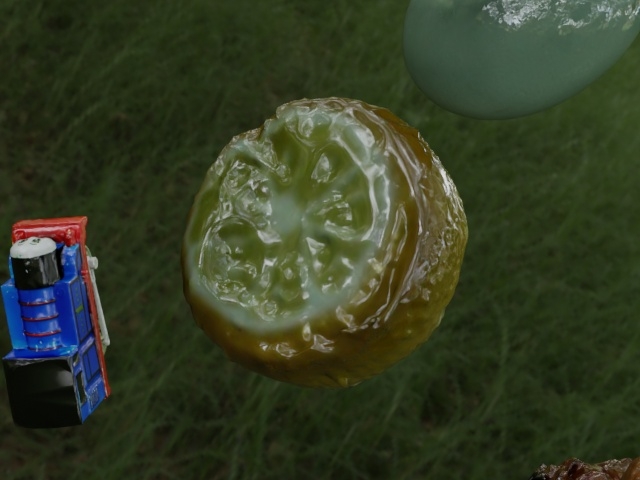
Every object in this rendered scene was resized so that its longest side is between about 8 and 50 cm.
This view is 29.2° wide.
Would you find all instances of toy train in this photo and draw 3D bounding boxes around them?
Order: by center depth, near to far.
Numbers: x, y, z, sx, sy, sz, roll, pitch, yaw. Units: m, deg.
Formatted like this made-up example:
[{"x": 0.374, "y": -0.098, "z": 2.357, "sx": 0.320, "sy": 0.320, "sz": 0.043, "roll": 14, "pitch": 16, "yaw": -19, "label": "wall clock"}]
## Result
[{"x": -0.280, "y": 0.085, "z": 1.295, "sx": 0.082, "sy": 0.204, "sz": 0.131, "roll": -3, "pitch": 16, "yaw": 13, "label": "toy train"}]

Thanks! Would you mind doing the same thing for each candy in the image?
[{"x": 0.000, "y": 0.000, "z": 1.068, "sx": 0.260, "sy": 0.260, "sz": 0.118, "roll": 42, "pitch": 7, "yaw": 31, "label": "candy"}]

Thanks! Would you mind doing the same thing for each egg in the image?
[{"x": 0.181, "y": -0.200, "z": 1.082, "sx": 0.168, "sy": 0.231, "sz": 0.168, "roll": 60, "pitch": 9, "yaw": -16, "label": "egg"}]

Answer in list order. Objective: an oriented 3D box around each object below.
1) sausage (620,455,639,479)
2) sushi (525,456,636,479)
[{"x": 0.282, "y": 0.222, "z": 0.862, "sx": 0.076, "sy": 0.076, "sz": 0.197, "roll": 11, "pitch": 24, "yaw": -39, "label": "sausage"}, {"x": 0.276, "y": 0.353, "z": 1.052, "sx": 0.343, "sy": 0.182, "sz": 0.196, "roll": 46, "pitch": 29, "yaw": 13, "label": "sushi"}]
